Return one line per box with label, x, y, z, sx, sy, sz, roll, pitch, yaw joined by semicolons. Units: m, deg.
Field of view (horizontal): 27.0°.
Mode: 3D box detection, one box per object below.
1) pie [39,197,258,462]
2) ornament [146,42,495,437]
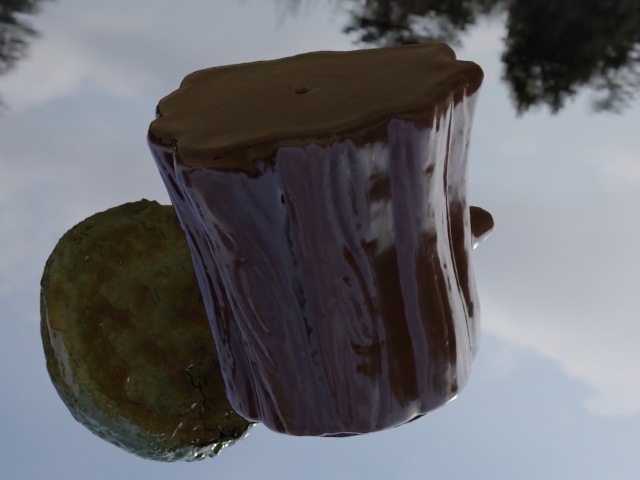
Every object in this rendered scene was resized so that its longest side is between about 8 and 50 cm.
pie;-0.156;0.088;1.375;0.302;0.302;0.067;-3;160;-42
ornament;0.000;0.000;0.891;0.221;0.217;0.235;11;-150;40
